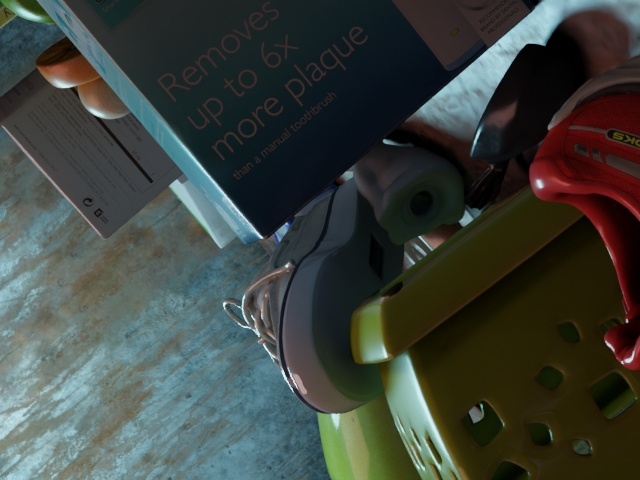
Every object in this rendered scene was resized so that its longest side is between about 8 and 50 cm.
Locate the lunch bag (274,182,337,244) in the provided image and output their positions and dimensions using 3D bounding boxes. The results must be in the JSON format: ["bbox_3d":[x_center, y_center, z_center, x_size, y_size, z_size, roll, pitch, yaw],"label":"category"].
[{"bbox_3d":[0.000,0.000,1.585,0.243,0.115,0.303,49,172,18],"label":"lunch bag"}]

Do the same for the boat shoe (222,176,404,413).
[{"bbox_3d":[-0.018,0.059,0.999,0.136,0.156,0.367,54,-158,-21],"label":"boat shoe"}]

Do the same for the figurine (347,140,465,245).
[{"bbox_3d":[0.030,-0.118,0.990,0.215,0.092,0.209,54,179,-36],"label":"figurine"}]

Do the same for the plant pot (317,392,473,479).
[{"bbox_3d":[0.097,0.244,1.796,0.275,0.274,0.294,36,150,59],"label":"plant pot"}]

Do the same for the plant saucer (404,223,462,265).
[{"bbox_3d":[0.128,0.009,1.185,0.198,0.036,0.198,47,171,9],"label":"plant saucer"}]

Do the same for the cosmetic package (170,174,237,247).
[{"bbox_3d":[-0.209,-0.149,1.868,0.197,0.155,0.365,49,174,18],"label":"cosmetic package"}]

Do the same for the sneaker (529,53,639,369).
[{"bbox_3d":[0.211,0.037,0.546,0.279,0.118,0.107,50,173,-4],"label":"sneaker"}]

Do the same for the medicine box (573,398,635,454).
[{"bbox_3d":[0.331,0.302,1.047,0.289,0.149,0.263,45,171,22],"label":"medicine box"}]

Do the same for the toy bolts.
[{"bbox_3d":[-0.186,-0.239,1.031,0.159,0.228,0.218,65,171,-29],"label":"toy bolts"}]

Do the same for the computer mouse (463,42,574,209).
[{"bbox_3d":[0.132,-0.063,0.706,0.041,0.071,0.242,32,171,10],"label":"computer mouse"}]

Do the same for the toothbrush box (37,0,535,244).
[{"bbox_3d":[-0.054,-0.177,0.636,0.295,0.216,0.126,51,172,-3],"label":"toothbrush box"}]

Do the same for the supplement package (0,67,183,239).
[{"bbox_3d":[-0.209,-0.175,1.207,0.175,0.293,0.177,52,172,-24],"label":"supplement package"}]

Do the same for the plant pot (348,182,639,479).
[{"bbox_3d":[0.150,0.086,0.770,0.207,0.227,0.228,54,172,2],"label":"plant pot"}]

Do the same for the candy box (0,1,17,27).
[{"bbox_3d":[-0.456,-0.454,1.338,0.317,0.268,0.122,52,175,-29],"label":"candy box"}]
